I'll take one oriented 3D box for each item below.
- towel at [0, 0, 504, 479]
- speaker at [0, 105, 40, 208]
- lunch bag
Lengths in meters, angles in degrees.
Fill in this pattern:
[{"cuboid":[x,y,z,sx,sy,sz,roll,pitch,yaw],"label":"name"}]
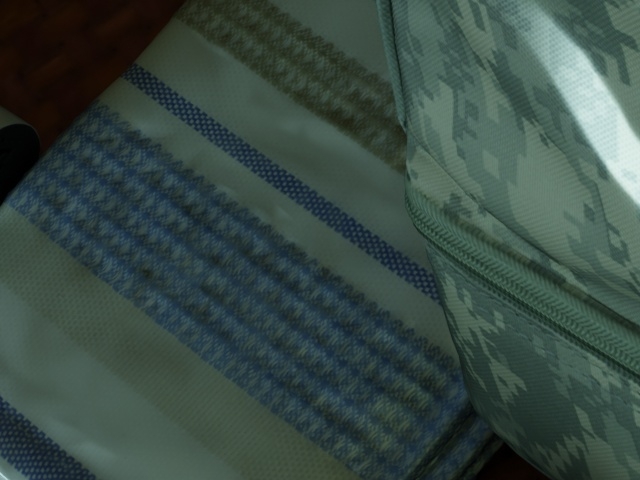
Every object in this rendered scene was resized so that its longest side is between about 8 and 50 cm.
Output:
[{"cuboid":[0.000,0.000,0.700,0.209,0.034,0.285,35,77,23],"label":"towel"},{"cuboid":[-0.172,-0.053,0.740,0.136,0.055,0.055,32,77,20],"label":"speaker"},{"cuboid":[0.168,-0.082,0.533,0.305,0.256,0.212,-34,42,-18],"label":"lunch bag"}]
